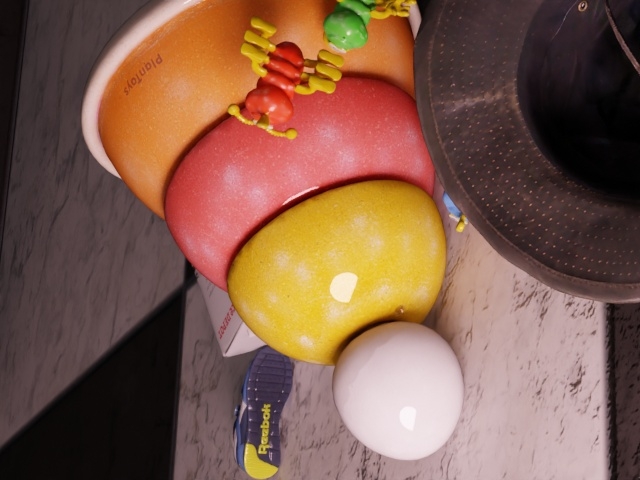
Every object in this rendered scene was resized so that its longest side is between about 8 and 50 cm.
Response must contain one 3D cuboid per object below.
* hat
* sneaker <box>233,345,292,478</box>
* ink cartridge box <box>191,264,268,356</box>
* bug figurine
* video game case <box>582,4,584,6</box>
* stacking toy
[{"bbox_3d":[0.235,-0.124,1.388,0.134,0.331,0.331,-17,-56,-72],"label":"hat"},{"bbox_3d":[-0.068,0.185,2.154,0.059,0.053,0.144,170,111,-69],"label":"sneaker"},{"bbox_3d":[-0.083,0.002,2.141,0.148,0.086,0.203,120,134,-59],"label":"ink cartridge box"},{"bbox_3d":[0.064,-0.134,1.748,0.216,0.279,0.072,-67,6,-33],"label":"bug figurine"},{"bbox_3d":[0.206,-0.264,1.608,0.190,0.022,0.173,49,135,16],"label":"video game case"},{"bbox_3d":[0.000,0.000,1.848,0.350,0.351,0.479,-55,48,45],"label":"stacking toy"}]
